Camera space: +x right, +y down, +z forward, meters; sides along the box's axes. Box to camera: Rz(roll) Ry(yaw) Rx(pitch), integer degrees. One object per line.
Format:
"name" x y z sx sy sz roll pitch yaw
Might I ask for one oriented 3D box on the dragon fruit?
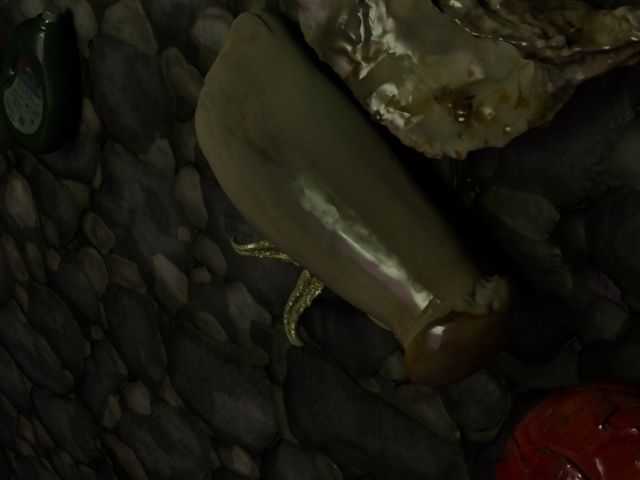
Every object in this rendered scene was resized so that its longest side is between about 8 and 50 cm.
"dragon fruit" 0.233 0.201 0.767 0.209 0.172 0.172 -30 89 9

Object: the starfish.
"starfish" 0.001 0.000 0.952 0.223 0.050 0.217 1 94 30

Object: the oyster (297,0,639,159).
"oyster" 0.094 -0.173 0.773 0.396 0.111 0.204 33 150 28

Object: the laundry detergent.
"laundry detergent" -0.373 -0.225 1.233 0.137 0.063 0.211 49 138 24

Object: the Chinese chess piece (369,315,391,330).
"Chinese chess piece" 0.074 0.052 0.951 0.084 0.034 0.084 25 129 35

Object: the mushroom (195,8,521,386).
"mushroom" 0.011 -0.036 0.851 0.154 0.137 0.407 -41 63 6
